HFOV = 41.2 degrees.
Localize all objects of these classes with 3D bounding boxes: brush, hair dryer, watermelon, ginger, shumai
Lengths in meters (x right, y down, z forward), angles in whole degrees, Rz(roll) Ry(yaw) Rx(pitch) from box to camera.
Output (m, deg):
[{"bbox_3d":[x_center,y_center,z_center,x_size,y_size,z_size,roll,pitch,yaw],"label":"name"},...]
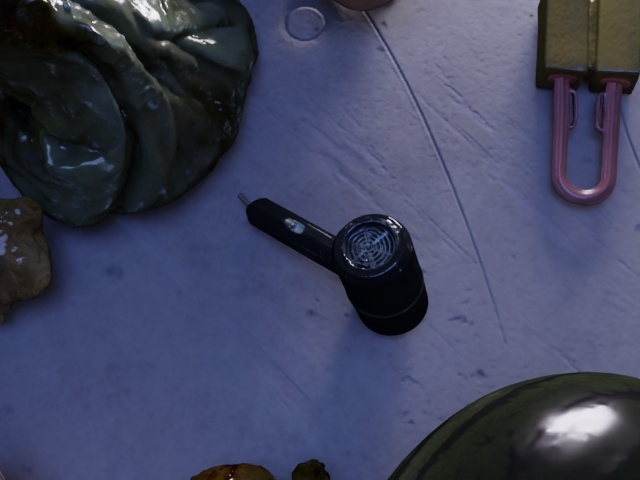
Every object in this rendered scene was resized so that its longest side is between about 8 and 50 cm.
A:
[{"bbox_3d":[0.270,-0.147,0.861,0.103,0.047,0.233,6,72,5],"label":"brush"},{"bbox_3d":[0.000,0.000,0.801,0.219,0.124,0.071,30,72,29],"label":"hair dryer"},{"bbox_3d":[0.164,0.246,0.600,0.359,0.279,0.279,-29,70,-31],"label":"watermelon"},{"bbox_3d":[-0.379,0.062,0.814,0.294,0.086,0.131,-39,85,-2],"label":"ginger"},{"bbox_3d":[-0.214,-0.200,0.795,0.304,0.263,0.309,-31,72,-5],"label":"shumai"}]

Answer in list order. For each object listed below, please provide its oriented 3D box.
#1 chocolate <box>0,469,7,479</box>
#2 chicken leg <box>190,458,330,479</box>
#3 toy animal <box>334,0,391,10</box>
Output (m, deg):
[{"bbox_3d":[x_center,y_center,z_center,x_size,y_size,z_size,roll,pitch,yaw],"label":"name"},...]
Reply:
[{"bbox_3d":[-0.321,0.290,0.639,0.235,0.108,0.237,-18,47,-27],"label":"chocolate"},{"bbox_3d":[-0.065,0.359,0.656,0.212,0.140,0.361,-11,77,12],"label":"chicken leg"},{"bbox_3d":[0.016,-0.335,0.890,0.248,0.149,0.165,34,67,24],"label":"toy animal"}]
